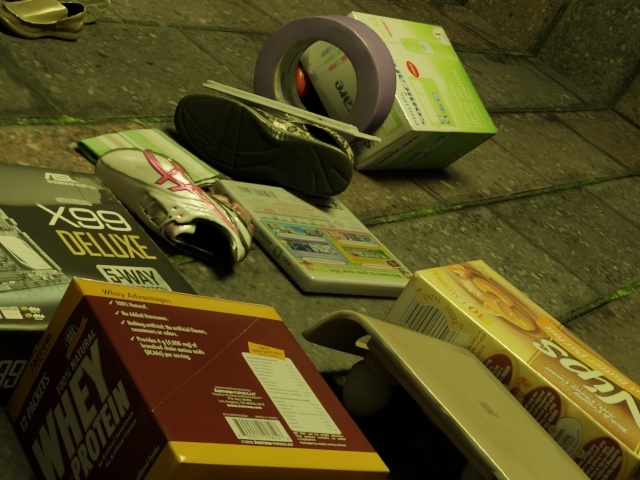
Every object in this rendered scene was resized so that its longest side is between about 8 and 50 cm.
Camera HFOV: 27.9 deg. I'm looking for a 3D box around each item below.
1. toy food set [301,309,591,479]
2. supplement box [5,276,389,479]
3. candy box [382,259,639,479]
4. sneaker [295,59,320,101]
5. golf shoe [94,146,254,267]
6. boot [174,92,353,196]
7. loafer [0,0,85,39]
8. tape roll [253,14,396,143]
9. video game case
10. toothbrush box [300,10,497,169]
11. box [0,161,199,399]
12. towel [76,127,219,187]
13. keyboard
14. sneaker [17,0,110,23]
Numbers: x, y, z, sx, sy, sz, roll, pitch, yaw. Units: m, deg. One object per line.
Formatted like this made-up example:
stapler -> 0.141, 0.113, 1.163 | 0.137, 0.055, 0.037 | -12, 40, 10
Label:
toy food set -> 0.133, 0.195, 1.234 | 0.219, 0.092, 0.306 | 22, 21, -53
supplement box -> -0.095, 0.146, 0.950 | 0.191, 0.129, 0.194 | 11, 29, -41
candy box -> 0.239, 0.152, 1.440 | 0.316, 0.087, 0.183 | 41, 23, 22
sneaker -> 0.007, -0.248, 2.019 | 0.128, 0.087, 0.221 | 26, 23, -9
golf shoe -> -0.155, -0.036, 1.356 | 0.186, 0.067, 0.086 | 29, 23, -8
boot -> -0.065, -0.126, 1.672 | 0.236, 0.085, 0.178 | 22, 10, 3
loafer -> -0.361, -0.294, 1.670 | 0.056, 0.050, 0.148 | 39, 22, 20
tape roll -> 0.007, -0.222, 1.816 | 0.189, 0.189, 0.080 | 36, 21, 11
video game case -> 0.000, 0.000, 1.546 | 0.212, 0.023, 0.193 | 6, 32, -49
toothbrush box -> 0.123, -0.224, 1.981 | 0.283, 0.122, 0.206 | -6, 66, -56
box -> -0.261, 0.026, 1.061 | 0.307, 0.076, 0.242 | 6, 33, -48
towel -> -0.197, -0.087, 1.483 | 0.113, 0.023, 0.152 | 36, 24, 17
keyboard -> -0.040, -0.167, 1.682 | 0.256, 0.014, 0.072 | 21, 2, 33
sneaker -> -0.363, -0.345, 1.770 | 0.152, 0.058, 0.084 | -10, 54, -51
